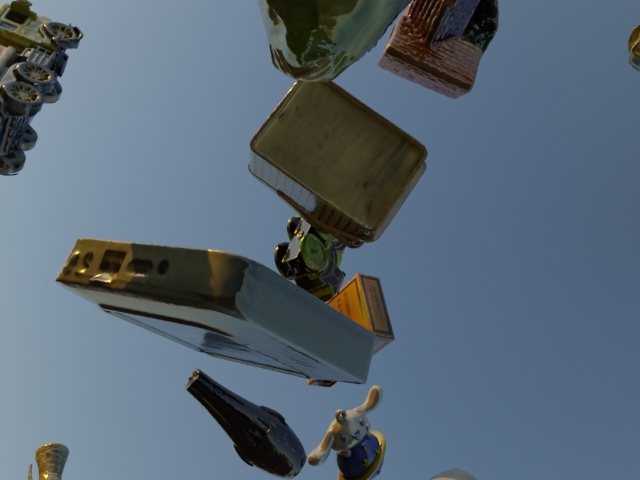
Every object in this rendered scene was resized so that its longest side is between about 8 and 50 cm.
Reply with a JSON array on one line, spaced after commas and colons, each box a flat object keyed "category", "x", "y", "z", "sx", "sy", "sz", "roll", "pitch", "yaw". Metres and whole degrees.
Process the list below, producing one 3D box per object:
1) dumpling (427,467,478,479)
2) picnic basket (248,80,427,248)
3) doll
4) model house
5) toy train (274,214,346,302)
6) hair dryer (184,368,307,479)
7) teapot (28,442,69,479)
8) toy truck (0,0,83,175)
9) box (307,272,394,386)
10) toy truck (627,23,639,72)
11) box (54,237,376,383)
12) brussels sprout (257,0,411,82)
[{"category": "dumpling", "x": 0.287, "y": 0.641, "z": 1.531, "sx": 0.226, "sy": 0.175, "sz": 0.243, "roll": -22, "pitch": -49, "yaw": 38}, {"category": "picnic basket", "x": 0.032, "y": -0.153, "z": 1.295, "sx": 0.312, "sy": 0.228, "sz": 0.175, "roll": 35, "pitch": -14, "yaw": 2}, {"category": "doll", "x": 0.112, "y": 0.596, "z": 1.934, "sx": 0.242, "sy": 0.311, "sz": 0.159, "roll": 41, "pitch": -19, "yaw": -12}, {"category": "model house", "x": 0.254, "y": -0.413, "z": 1.273, "sx": 0.202, "sy": 0.237, "sz": 0.237, "roll": 29, "pitch": -61, "yaw": -5}, {"category": "toy train", "x": 0.000, "y": 0.000, "z": 1.430, "sx": 0.100, "sy": 0.296, "sz": 0.160, "roll": -22, "pitch": -59, "yaw": 36}, {"category": "hair dryer", "x": -0.196, "y": 0.403, "z": 1.418, "sx": 0.303, "sy": 0.120, "sz": 0.359, "roll": 39, "pitch": -21, "yaw": -8}, {"category": "teapot", "x": -0.473, "y": 0.403, "z": 1.099, "sx": 0.083, "sy": 0.067, "sz": 0.057, "roll": -115, "pitch": -161, "yaw": -48}, {"category": "toy truck", "x": -0.429, "y": -0.214, "z": 0.829, "sx": 0.124, "sy": 0.157, "sz": 0.272, "roll": -53, "pitch": -154, "yaw": 34}, {"category": "box", "x": 0.063, "y": 0.252, "z": 1.739, "sx": 0.301, "sy": 0.084, "sz": 0.193, "roll": -46, "pitch": -139, "yaw": 38}, {"category": "toy truck", "x": 0.639, "y": -0.389, "z": 1.156, "sx": 0.116, "sy": 0.085, "sz": 0.191, "roll": 43, "pitch": -80, "yaw": 23}, {"category": "box", "x": -0.157, "y": 0.115, "z": 0.999, "sx": 0.395, "sy": 0.396, "sz": 0.111, "roll": 3, "pitch": -112, "yaw": 37}, {"category": "brussels sprout", "x": 0.016, "y": -0.343, "z": 0.834, "sx": 0.219, "sy": 0.210, "sz": 0.271, "roll": -106, "pitch": -154, "yaw": -48}]
